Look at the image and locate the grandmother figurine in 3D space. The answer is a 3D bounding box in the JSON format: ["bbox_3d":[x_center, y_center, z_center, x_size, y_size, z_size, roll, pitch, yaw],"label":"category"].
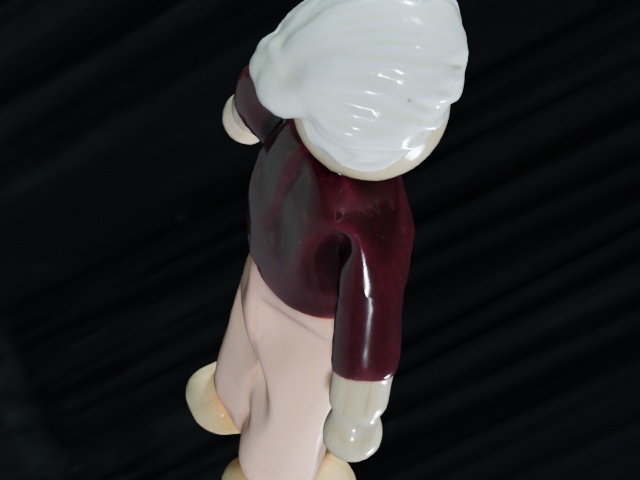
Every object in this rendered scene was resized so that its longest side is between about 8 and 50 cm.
[{"bbox_3d":[0.000,0.000,0.937,0.208,0.104,0.342,58,-27,26],"label":"grandmother figurine"}]
